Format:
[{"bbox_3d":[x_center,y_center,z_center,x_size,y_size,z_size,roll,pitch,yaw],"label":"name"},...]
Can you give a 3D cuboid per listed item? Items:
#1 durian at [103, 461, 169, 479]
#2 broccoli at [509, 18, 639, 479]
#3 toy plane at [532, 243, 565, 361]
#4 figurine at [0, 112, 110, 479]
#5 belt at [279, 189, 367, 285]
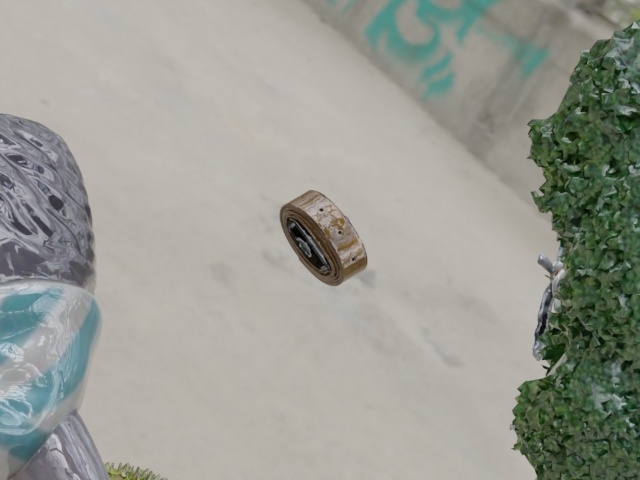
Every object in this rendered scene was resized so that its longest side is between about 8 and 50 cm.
[{"bbox_3d":[-0.151,0.272,1.192,0.220,0.137,0.095,7,6,38],"label":"durian"},{"bbox_3d":[0.214,0.014,0.619,0.308,0.308,0.275,20,18,-29],"label":"broccoli"},{"bbox_3d":[0.312,0.032,1.276,0.273,0.182,0.107,3,6,-44],"label":"toy plane"},{"bbox_3d":[-0.214,0.033,0.794,0.378,0.266,0.361,48,-22,6],"label":"figurine"},{"bbox_3d":[0.000,0.000,1.073,0.036,0.059,0.083,-30,77,-33],"label":"belt"}]
